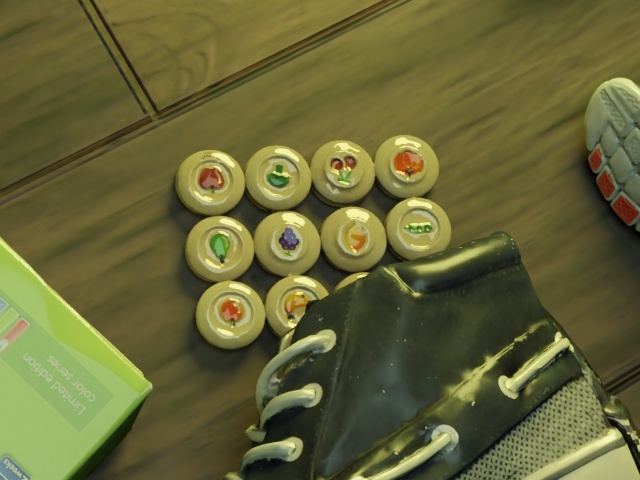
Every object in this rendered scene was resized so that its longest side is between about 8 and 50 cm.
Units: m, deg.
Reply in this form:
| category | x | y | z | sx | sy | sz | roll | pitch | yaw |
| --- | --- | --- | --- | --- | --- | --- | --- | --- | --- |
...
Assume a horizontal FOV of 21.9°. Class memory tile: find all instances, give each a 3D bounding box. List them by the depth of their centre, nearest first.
| category | x | y | z | sx | sy | sz | roll | pitch | yaw |
| --- | --- | --- | --- | --- | --- | --- | --- | --- | --- |
| memory tile | 0.000 | 0.000 | 0.888 | 0.148 | 0.012 | 0.113 | -5 | 76 | -13 |

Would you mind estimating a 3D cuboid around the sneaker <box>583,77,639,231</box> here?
| category | x | y | z | sx | sy | sz | roll | pitch | yaw |
| --- | --- | --- | --- | --- | --- | --- | --- | --- | --- |
| sneaker | 0.210 | -0.027 | 0.924 | 0.065 | 0.061 | 0.158 | -30 | 82 | -44 |

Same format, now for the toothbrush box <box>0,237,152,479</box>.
| category | x | y | z | sx | sy | sz | roll | pitch | yaw |
| --- | --- | --- | --- | --- | --- | --- | --- | --- | --- |
| toothbrush box | -0.249 | 0.107 | 0.752 | 0.206 | 0.122 | 0.283 | 42 | 70 | 2 |

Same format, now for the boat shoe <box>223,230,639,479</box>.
| category | x | y | z | sx | sy | sz | roll | pitch | yaw |
| --- | --- | --- | --- | --- | --- | --- | --- | --- | --- |
| boat shoe | -0.010 | 0.119 | 0.797 | 0.340 | 0.127 | 0.158 | -24 | 83 | -26 |
